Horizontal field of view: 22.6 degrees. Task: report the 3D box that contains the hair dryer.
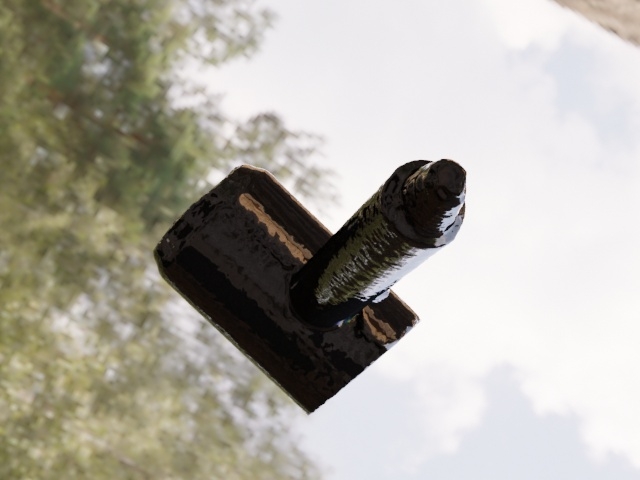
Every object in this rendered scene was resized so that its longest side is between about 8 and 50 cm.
[{"bbox_3d":[0.001,0.001,0.664,0.070,0.114,0.248,-46,179,-19],"label":"hair dryer"}]
